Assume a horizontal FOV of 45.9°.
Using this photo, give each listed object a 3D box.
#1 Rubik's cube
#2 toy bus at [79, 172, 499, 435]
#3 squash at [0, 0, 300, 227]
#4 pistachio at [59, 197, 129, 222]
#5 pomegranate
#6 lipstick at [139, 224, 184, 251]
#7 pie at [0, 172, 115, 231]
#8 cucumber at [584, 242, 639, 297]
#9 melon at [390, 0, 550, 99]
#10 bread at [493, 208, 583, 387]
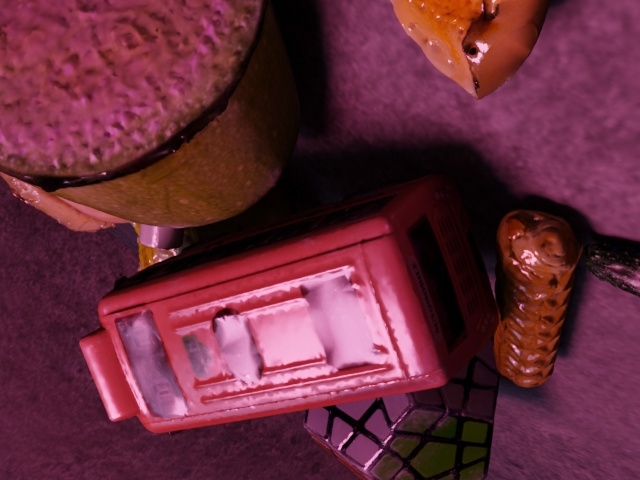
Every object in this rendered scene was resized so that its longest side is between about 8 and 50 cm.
[{"bbox_3d":[0.125,0.229,1.118,0.264,0.318,0.319,8,155,12],"label":"Rubik's cube"},{"bbox_3d":[-0.043,0.083,0.835,0.427,0.233,0.203,-17,96,29],"label":"toy bus"},{"bbox_3d":[-0.159,-0.155,0.778,0.310,0.310,0.309,33,176,18],"label":"squash"},{"bbox_3d":[-0.369,-0.158,1.214,0.309,0.229,0.230,39,163,-9],"label":"pistachio"},{"bbox_3d":[-0.160,-0.041,1.109,0.261,0.261,0.340,24,129,41],"label":"pomegranate"},{"bbox_3d":[-0.187,-0.119,0.941,0.059,0.263,0.059,9,-163,-3],"label":"lipstick"},{"bbox_3d":[-0.475,-0.165,1.375,0.339,0.083,0.339,41,-151,-28],"label":"pie"},{"bbox_3d":[0.333,0.052,0.621,0.257,0.043,0.044,26,154,38],"label":"cucumber"},{"bbox_3d":[0.082,-0.185,0.489,0.160,0.079,0.128,53,176,-41],"label":"melon"},{"bbox_3d":[0.231,0.077,0.836,0.084,0.077,0.367,29,161,25],"label":"bread"}]
